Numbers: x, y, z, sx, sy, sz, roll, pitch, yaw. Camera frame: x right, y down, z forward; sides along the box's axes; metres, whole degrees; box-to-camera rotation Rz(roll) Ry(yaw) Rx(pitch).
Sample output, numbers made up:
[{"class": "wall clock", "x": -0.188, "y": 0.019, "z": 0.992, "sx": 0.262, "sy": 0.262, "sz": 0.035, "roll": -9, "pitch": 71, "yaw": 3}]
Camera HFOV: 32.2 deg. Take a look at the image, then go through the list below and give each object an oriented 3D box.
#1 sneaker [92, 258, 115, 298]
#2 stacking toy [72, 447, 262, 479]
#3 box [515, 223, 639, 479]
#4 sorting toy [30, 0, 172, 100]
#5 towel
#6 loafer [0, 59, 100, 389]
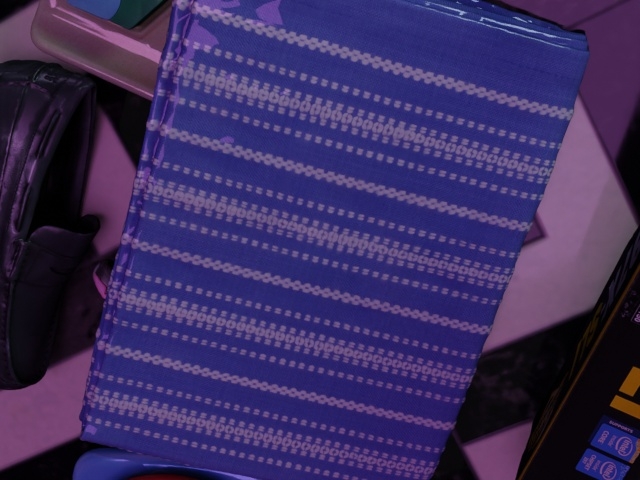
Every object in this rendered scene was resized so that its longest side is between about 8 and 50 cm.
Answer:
[{"class": "sneaker", "x": -0.091, "y": 0.037, "z": 0.735, "sx": 0.119, "sy": 0.047, "sz": 0.057, "roll": 29, "pitch": 104, "yaw": -6}, {"class": "stacking toy", "x": -0.121, "y": 0.264, "z": 0.669, "sx": 0.166, "sy": 0.302, "sz": 0.175, "roll": 5, "pitch": 106, "yaw": 11}, {"class": "box", "x": 0.278, "y": 0.073, "z": 0.593, "sx": 0.257, "sy": 0.079, "sz": 0.322, "roll": 24, "pitch": 129, "yaw": 8}, {"class": "sorting toy", "x": -0.066, "y": -0.177, "z": 0.664, "sx": 0.193, "sy": 0.038, "sz": 0.208, "roll": 24, "pitch": 110, "yaw": 4}, {"class": "towel", "x": 0.000, "y": 0.000, "z": 0.682, "sx": 0.243, "sy": 0.040, "sz": 0.336, "roll": 14, "pitch": 110, "yaw": -10}, {"class": "loafer", "x": -0.185, "y": -0.004, "z": 0.721, "sx": 0.078, "sy": 0.076, "sz": 0.223, "roll": 12, "pitch": 105, "yaw": 17}]
